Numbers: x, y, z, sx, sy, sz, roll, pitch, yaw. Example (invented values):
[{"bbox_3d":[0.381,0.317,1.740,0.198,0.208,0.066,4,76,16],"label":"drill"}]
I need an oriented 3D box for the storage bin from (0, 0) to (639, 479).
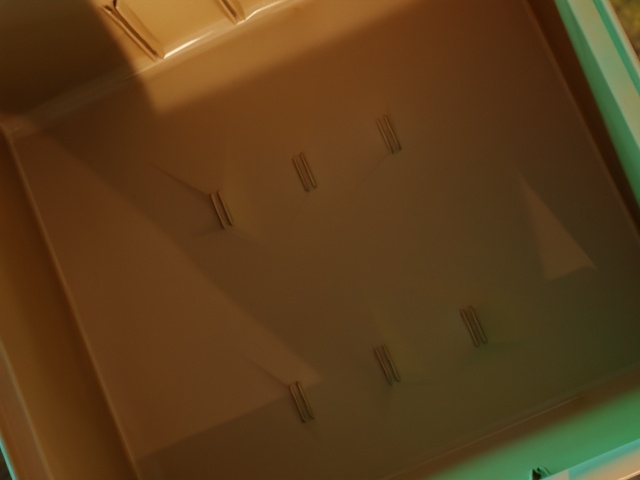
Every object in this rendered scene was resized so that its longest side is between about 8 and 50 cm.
[{"bbox_3d":[0.000,0.000,0.585,0.123,0.262,0.260,48,-162,-76],"label":"storage bin"}]
